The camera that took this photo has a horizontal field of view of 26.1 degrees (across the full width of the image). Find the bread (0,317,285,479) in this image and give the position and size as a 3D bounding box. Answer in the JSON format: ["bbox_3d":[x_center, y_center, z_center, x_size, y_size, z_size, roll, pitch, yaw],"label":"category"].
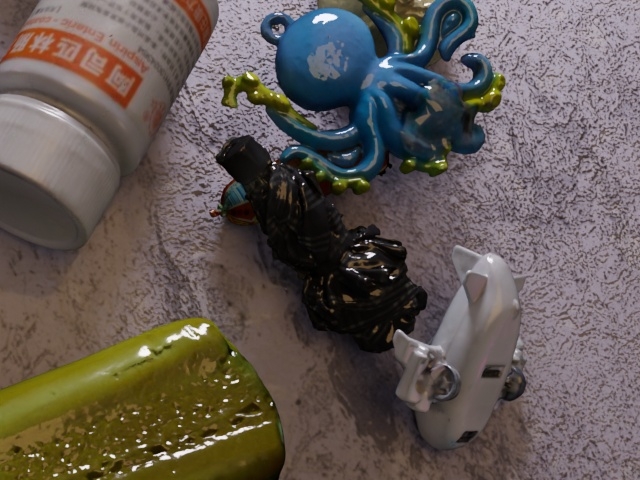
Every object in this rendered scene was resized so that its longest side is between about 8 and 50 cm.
[{"bbox_3d":[-0.227,0.252,1.578,0.376,0.208,0.251,-22,71,-26],"label":"bread"}]

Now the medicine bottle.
[{"bbox_3d":[-0.290,-0.189,1.705,0.211,0.211,0.371,30,63,-9],"label":"medicine bottle"}]

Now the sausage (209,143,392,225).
[{"bbox_3d":[-0.033,-0.082,1.846,0.264,0.083,0.083,-23,82,-25],"label":"sausage"}]

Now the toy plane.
[{"bbox_3d":[0.188,0.145,1.797,0.267,0.122,0.267,-20,120,-40],"label":"toy plane"}]

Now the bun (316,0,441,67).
[{"bbox_3d":[0.104,-0.345,1.954,0.220,0.134,0.220,6,74,-22],"label":"bun"}]

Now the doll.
[{"bbox_3d":[0.071,-0.214,1.849,0.341,0.099,0.346,33,75,-9],"label":"doll"}]

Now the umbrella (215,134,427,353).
[{"bbox_3d":[0.011,-0.005,1.761,0.154,0.128,0.336,-30,108,3],"label":"umbrella"}]
